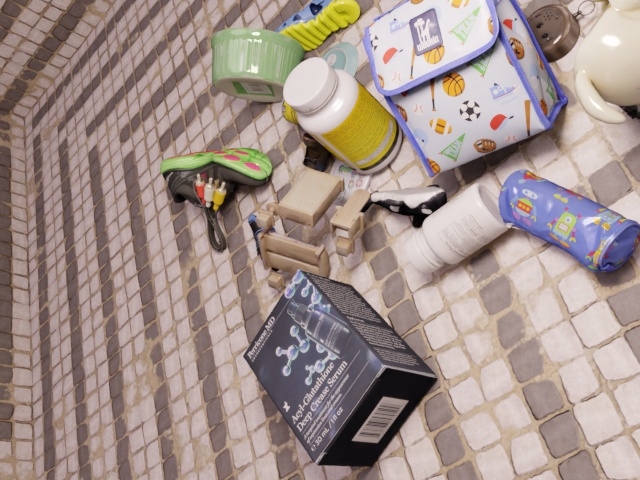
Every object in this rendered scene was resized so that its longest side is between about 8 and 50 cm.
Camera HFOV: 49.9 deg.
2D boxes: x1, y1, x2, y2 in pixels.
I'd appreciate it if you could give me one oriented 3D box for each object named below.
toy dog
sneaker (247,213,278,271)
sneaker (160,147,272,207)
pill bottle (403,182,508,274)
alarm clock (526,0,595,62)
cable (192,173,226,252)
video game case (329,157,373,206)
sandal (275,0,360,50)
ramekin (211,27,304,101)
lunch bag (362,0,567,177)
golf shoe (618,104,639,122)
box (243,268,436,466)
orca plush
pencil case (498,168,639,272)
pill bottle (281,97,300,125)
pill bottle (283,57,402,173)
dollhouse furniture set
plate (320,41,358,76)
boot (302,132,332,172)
[{"bbox_3d":[0.696,-0.369,1.241,0.407,0.285,0.395,17,57,28],"label":"toy dog"},{"bbox_3d":[-0.172,0.003,2.123,0.090,0.081,0.232,-54,46,8],"label":"sneaker"},{"bbox_3d":[-0.340,-0.204,2.333,0.482,0.185,0.202,2,107,41],"label":"sneaker"},{"bbox_3d":[0.314,-0.020,1.618,0.229,0.131,0.131,-38,52,29],"label":"pill bottle"},{"bbox_3d":[0.552,-0.500,1.615,0.192,0.064,0.129,-31,55,29],"label":"alarm clock"},{"bbox_3d":[-0.367,-0.090,2.245,0.139,0.072,0.287,21,123,21],"label":"cable"},{"bbox_3d":[0.080,-0.169,1.984,0.157,0.019,0.143,21,91,46],"label":"video game case"},{"bbox_3d":[-0.011,-0.718,2.212,0.317,0.126,0.138,-19,59,30],"label":"sandal"},{"bbox_3d":[-0.208,-0.554,2.215,0.303,0.303,0.148,0,83,44],"label":"ramekin"},{"bbox_3d":[0.311,-0.383,1.551,0.327,0.385,0.239,-20,18,36],"label":"lunch bag"},{"bbox_3d":[0.681,-0.266,1.389,0.094,0.077,0.198,-48,49,21],"label":"golf shoe"},{"bbox_3d":[0.035,0.311,1.713,0.294,0.212,0.395,-58,44,13],"label":"box"},{"bbox_3d":[0.216,-0.074,1.760,0.287,0.151,0.102,-3,105,43],"label":"orca plush"},{"bbox_3d":[0.507,-0.041,1.444,0.306,0.119,0.133,37,106,45],"label":"pencil case"},{"bbox_3d":[-0.032,-0.397,2.116,0.184,0.103,0.103,26,94,47],"label":"pill bottle"},{"bbox_3d":[0.059,-0.330,1.821,0.188,0.334,0.188,-19,56,31],"label":"pill bottle"},{"bbox_3d":[0.000,0.000,1.926,0.303,0.356,0.174,18,48,23],"label":"dollhouse furniture set"},{"bbox_3d":[0.041,-0.538,2.154,0.188,0.024,0.188,-18,64,40],"label":"plate"},{"bbox_3d":[-0.009,-0.248,1.986,0.082,0.219,0.106,20,100,15],"label":"boot"}]
